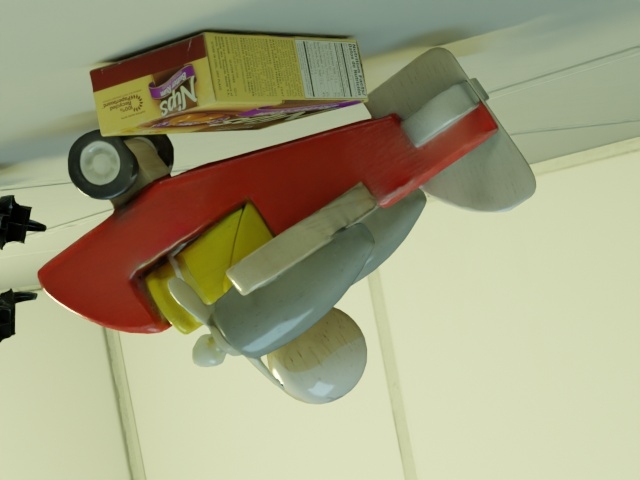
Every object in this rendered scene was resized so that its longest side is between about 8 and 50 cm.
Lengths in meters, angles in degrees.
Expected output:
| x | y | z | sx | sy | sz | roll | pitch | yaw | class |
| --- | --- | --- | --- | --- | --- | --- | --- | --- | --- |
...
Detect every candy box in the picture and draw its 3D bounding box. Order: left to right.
| x | y | z | sx | sy | sz | roll | pitch | yaw | class |
| --- | --- | --- | --- | --- | --- | --- | --- | --- | --- |
| -0.063 | -0.112 | 1.216 | 0.109 | 0.053 | 0.186 | -13 | 176 | 35 | candy box |

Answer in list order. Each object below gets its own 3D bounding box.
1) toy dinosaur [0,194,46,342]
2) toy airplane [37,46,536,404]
| x | y | z | sx | sy | sz | roll | pitch | yaw | class |
| --- | --- | --- | --- | --- | --- | --- | --- | --- | --- |
| -0.403 | 0.003 | 1.692 | 0.218 | 0.164 | 0.322 | 12 | -146 | 13 | toy dinosaur |
| 0.000 | 0.000 | 1.431 | 0.386 | 0.273 | 0.384 | -16 | -176 | -34 | toy airplane |
